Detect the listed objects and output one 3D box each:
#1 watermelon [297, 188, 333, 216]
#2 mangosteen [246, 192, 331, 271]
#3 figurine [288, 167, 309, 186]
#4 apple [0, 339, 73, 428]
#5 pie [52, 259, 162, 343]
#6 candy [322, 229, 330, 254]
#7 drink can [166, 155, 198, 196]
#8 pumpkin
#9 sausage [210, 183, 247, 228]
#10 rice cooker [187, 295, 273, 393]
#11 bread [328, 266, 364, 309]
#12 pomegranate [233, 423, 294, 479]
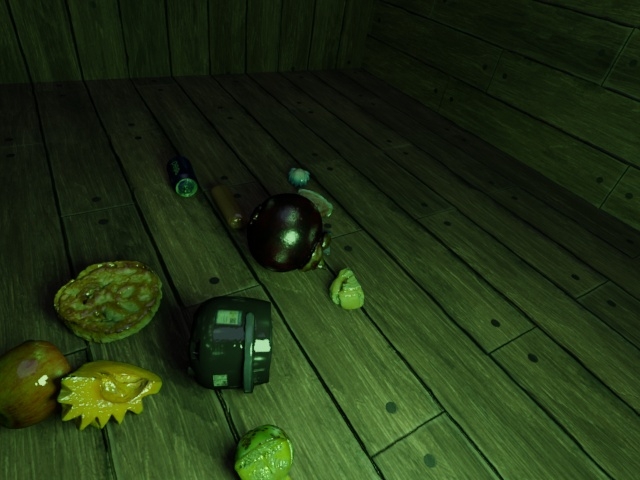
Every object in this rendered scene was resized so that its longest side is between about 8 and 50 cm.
[{"bbox_3d":[-0.045,-0.152,1.866,0.187,0.071,0.139,31,50,11],"label":"watermelon"},{"bbox_3d":[-0.105,-0.010,1.523,0.346,0.307,0.307,33,36,-17],"label":"mangosteen"},{"bbox_3d":[-0.112,-0.313,2.047,0.114,0.079,0.115,3,76,-12],"label":"figurine"},{"bbox_3d":[-0.717,0.354,0.994,0.195,0.196,0.196,6,39,-5],"label":"apple"},{"bbox_3d":[-0.664,0.193,1.293,0.314,0.092,0.315,6,44,-6],"label":"pie"},{"bbox_3d":[-0.001,0.000,1.713,0.088,0.038,0.136,17,45,-13],"label":"candy"},{"bbox_3d":[-0.632,-0.293,1.861,0.118,0.118,0.205,-10,42,-24],"label":"drink can"},{"bbox_3d":[-0.567,0.395,1.053,0.149,0.131,0.253,11,-7,43],"label":"pumpkin"},{"bbox_3d":[-0.400,-0.150,1.764,0.086,0.086,0.289,-14,46,-27],"label":"sausage"},{"bbox_3d":[-0.246,0.289,1.141,0.224,0.267,0.267,2,40,-9],"label":"rice cooker"},{"bbox_3d":[0.080,0.179,1.471,0.110,0.103,0.156,-17,40,-14],"label":"bread"},{"bbox_3d":[-0.127,0.529,0.982,0.143,0.122,0.169,-45,98,-15],"label":"pomegranate"}]
